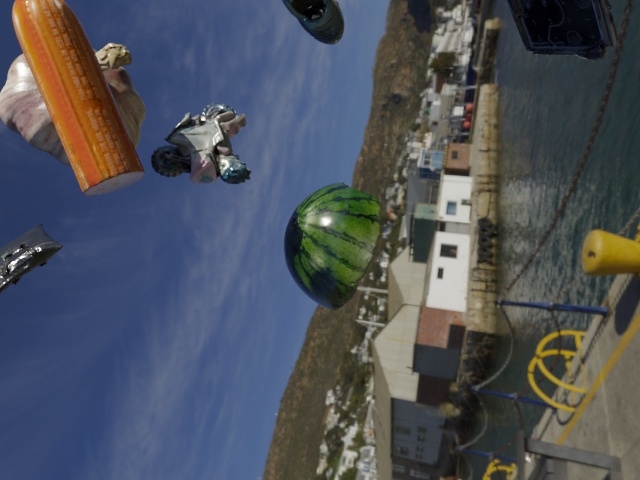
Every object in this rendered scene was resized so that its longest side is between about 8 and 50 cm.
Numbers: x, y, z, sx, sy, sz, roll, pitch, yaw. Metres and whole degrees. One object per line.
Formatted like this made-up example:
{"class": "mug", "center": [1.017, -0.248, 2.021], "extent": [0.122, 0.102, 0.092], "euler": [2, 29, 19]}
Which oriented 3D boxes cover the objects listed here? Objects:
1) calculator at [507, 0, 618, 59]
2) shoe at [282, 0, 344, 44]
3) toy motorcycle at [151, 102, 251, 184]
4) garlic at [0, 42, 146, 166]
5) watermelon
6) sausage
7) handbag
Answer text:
{"class": "calculator", "center": [0.304, -0.372, 0.643], "extent": [0.274, 0.028, 0.165], "euler": [50, 179, -30]}
{"class": "shoe", "center": [-0.017, -0.469, 0.958], "extent": [0.207, 0.092, 0.106], "euler": [29, -140, -55]}
{"class": "toy motorcycle", "center": [-0.224, -0.196, 1.035], "extent": [0.239, 0.204, 0.108], "euler": [-57, -10, -16]}
{"class": "garlic", "center": [-0.420, -0.270, 0.851], "extent": [0.245, 0.253, 0.245], "euler": [24, -127, -36]}
{"class": "watermelon", "center": [0.000, 0.000, 1.176], "extent": [0.331, 0.190, 0.330], "euler": [-158, 90, -79]}
{"class": "sausage", "center": [-0.358, -0.225, 0.680], "extent": [0.312, 0.093, 0.093], "euler": [69, -162, -4]}
{"class": "handbag", "center": [-0.979, 0.060, 1.522], "extent": [0.254, 0.211, 0.088], "euler": [-45, -42, -23]}
